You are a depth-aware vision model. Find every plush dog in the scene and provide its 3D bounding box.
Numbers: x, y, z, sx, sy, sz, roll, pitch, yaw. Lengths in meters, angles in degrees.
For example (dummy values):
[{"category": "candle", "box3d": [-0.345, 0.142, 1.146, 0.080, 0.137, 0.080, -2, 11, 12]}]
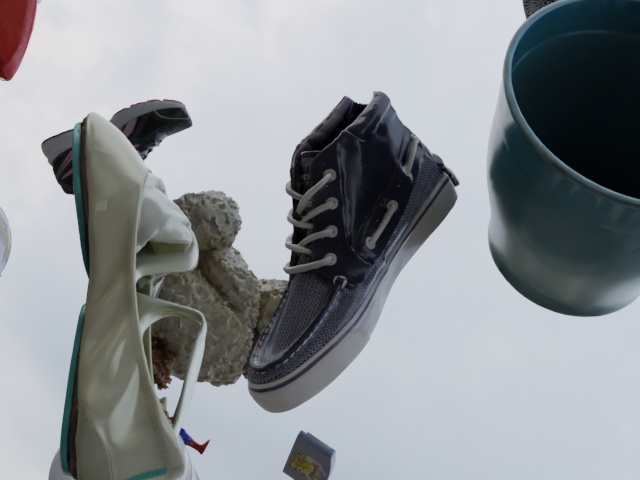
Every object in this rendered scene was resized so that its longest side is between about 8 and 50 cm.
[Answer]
[{"category": "plush dog", "box3d": [-0.089, 0.098, 1.726, 0.226, 0.210, 0.262, 7, -55, -10]}]

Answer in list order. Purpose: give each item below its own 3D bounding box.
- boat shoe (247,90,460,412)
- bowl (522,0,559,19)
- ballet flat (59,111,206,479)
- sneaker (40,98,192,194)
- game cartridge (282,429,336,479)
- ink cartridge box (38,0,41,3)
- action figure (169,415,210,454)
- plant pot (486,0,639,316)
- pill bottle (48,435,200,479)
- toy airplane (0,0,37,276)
[{"category": "boat shoe", "box3d": [0.000, 0.000, 1.498, 0.127, 0.340, 0.158, -7, -51, 47]}, {"category": "bowl", "box3d": [0.330, -0.303, 1.843, 0.170, 0.080, 0.170, 35, -47, 50]}, {"category": "ballet flat", "box3d": [-0.108, 0.032, 0.894, 0.086, 0.248, 0.086, -2, -27, -1]}, {"category": "sneaker", "box3d": [-0.225, -0.101, 1.717, 0.072, 0.178, 0.077, 31, 40, -74]}, {"category": "game cartridge", "box3d": [-0.011, 0.261, 1.751, 0.056, 0.017, 0.083, 30, -43, 10]}, {"category": "ink cartridge box", "box3d": [-0.336, -0.310, 1.566, 0.090, 0.092, 0.143, 18, 4, 0]}, {"category": "action figure", "box3d": [-0.201, 0.244, 1.990, 0.115, 0.030, 0.038, 28, -15, -2]}, {"category": "plant pot", "box3d": [0.285, -0.065, 1.514, 0.272, 0.272, 0.255, 36, -34, 15]}, {"category": "pill bottle", "box3d": [-0.143, 0.234, 1.222, 0.112, 0.112, 0.186, 25, -31, 32]}, {"category": "toy airplane", "box3d": [-0.359, -0.035, 1.102, 0.272, 0.386, 0.384, 40, -49, -23]}]
